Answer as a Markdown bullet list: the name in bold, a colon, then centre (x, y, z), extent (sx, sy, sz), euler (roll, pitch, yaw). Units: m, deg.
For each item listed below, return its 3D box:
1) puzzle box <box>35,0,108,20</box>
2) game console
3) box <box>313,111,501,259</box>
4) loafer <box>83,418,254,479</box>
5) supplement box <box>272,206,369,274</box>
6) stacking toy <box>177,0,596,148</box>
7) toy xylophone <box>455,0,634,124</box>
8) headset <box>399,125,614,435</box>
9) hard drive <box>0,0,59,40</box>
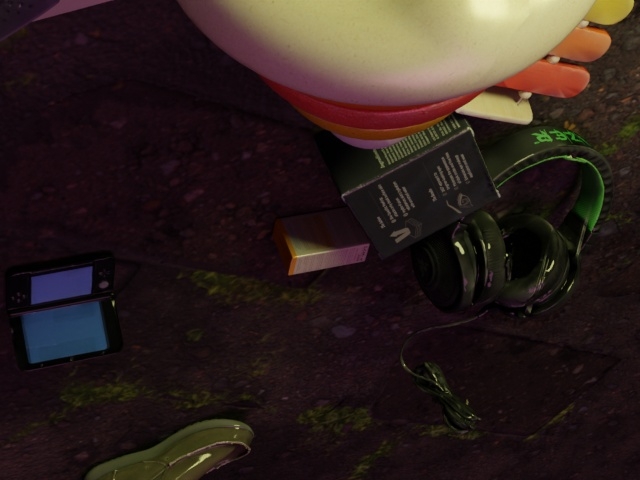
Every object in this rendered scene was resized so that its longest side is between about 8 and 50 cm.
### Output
- **puzzle box**: centre (-0.309, -0.260, 0.979), extent (0.409, 0.052, 0.272), euler (-17, 146, -11)
- **game console**: centre (-0.283, 0.080, 1.446), extent (0.122, 0.071, 0.107), euler (-10, 144, -21)
- **box**: centre (0.098, -0.080, 1.444), extent (0.158, 0.093, 0.156), euler (-28, 147, 4)
- **loafer**: centre (-0.206, 0.332, 1.827), extent (0.251, 0.087, 0.094), euler (-23, 147, -2)
- **supplement box**: centre (0.000, 0.000, 1.521), extent (0.098, 0.062, 0.036), euler (-10, 143, -20)
- **stacking toy**: centre (0.044, -0.194, 1.124), extent (0.351, 0.350, 0.480), euler (-19, 162, -7)
- **toy xylophone**: centre (0.216, -0.254, 1.288), extent (0.236, 0.081, 0.322), euler (-1, 140, -30)
- **headset**: centre (0.227, 0.048, 1.618), extent (0.243, 0.185, 0.394), euler (7, 124, -38)
- **hard drive**: centre (-0.346, -0.179, 0.971), extent (0.255, 0.054, 0.172), euler (-27, 147, 5)
